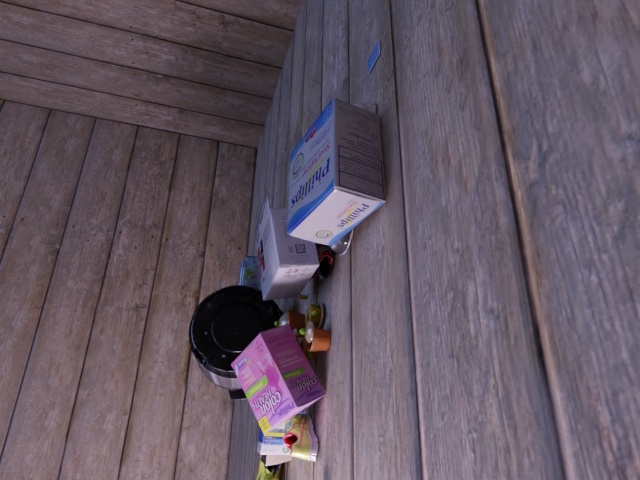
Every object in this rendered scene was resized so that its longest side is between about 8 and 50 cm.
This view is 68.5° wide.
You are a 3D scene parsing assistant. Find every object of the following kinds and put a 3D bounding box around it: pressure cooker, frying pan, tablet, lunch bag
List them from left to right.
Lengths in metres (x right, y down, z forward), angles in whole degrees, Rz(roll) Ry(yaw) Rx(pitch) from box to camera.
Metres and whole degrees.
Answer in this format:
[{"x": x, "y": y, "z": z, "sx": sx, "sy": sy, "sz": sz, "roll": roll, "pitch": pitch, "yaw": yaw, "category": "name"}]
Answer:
[{"x": -0.333, "y": 0.405, "z": 1.910, "sx": 0.370, "sy": 0.376, "sz": 0.420, "roll": -48, "pitch": -12, "yaw": -26, "category": "pressure cooker"}, {"x": -0.249, "y": 0.163, "z": 2.072, "sx": 0.090, "sy": 0.219, "sz": 0.175, "roll": 144, "pitch": 132, "yaw": -70, "category": "lunch bag"}, {"x": 0.073, "y": -0.105, "z": 1.378, "sx": 0.197, "sy": 0.053, "sz": 0.325, "roll": -105, "pitch": 25, "yaw": -52, "category": "frying pan"}, {"x": 0.156, "y": -0.533, "z": 1.370, "sx": 0.083, "sy": 0.006, "sz": 0.054, "roll": 126, "pitch": 150, "yaw": -58, "category": "tablet"}]

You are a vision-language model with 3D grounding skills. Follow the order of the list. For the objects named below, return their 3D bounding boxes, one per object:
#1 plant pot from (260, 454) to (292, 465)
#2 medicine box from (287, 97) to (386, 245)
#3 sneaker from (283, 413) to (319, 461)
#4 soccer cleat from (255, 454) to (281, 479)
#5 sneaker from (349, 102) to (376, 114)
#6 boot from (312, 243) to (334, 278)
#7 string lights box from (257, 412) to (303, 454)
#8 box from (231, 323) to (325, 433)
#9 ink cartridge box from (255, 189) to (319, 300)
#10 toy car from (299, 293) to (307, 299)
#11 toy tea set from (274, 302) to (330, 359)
[{"x": -0.148, "y": 0.717, "z": 1.636, "sx": 0.109, "sy": 0.097, "sz": 0.108, "roll": 141, "pitch": 136, "yaw": -67, "category": "plant pot"}, {"x": 0.034, "y": -0.175, "z": 1.260, "sx": 0.263, "sy": 0.149, "sz": 0.288, "roll": -41, "pitch": 40, "yaw": 51, "category": "medicine box"}, {"x": -0.069, "y": 0.586, "z": 1.420, "sx": 0.208, "sy": 0.094, "sz": 0.081, "roll": -158, "pitch": 75, "yaw": -76, "category": "sneaker"}, {"x": -0.189, "y": 0.861, "z": 1.697, "sx": 0.121, "sy": 0.094, "sz": 0.288, "roll": 108, "pitch": 169, "yaw": -74, "category": "soccer cleat"}, {"x": 0.083, "y": -0.353, "z": 1.371, "sx": 0.212, "sy": 0.094, "sz": 0.080, "roll": 150, "pitch": 125, "yaw": -72, "category": "sneaker"}, {"x": 0.000, "y": 0.000, "z": 1.512, "sx": 0.176, "sy": 0.089, "sz": 0.243, "roll": 168, "pitch": 101, "yaw": -74, "category": "boot"}, {"x": -0.130, "y": 0.573, "z": 1.574, "sx": 0.077, "sy": 0.134, "sz": 0.259, "roll": 137, "pitch": 139, "yaw": -68, "category": "string lights box"}, {"x": -0.135, "y": 0.419, "z": 1.431, "sx": 0.213, "sy": 0.117, "sz": 0.242, "roll": -48, "pitch": 64, "yaw": 38, "category": "box"}, {"x": -0.122, "y": 0.019, "z": 1.548, "sx": 0.309, "sy": 0.130, "sz": 0.271, "roll": 122, "pitch": 141, "yaw": -61, "category": "ink cartridge box"}, {"x": -0.050, "y": 0.156, "z": 1.735, "sx": 0.041, "sy": 0.060, "sz": 0.121, "roll": 5, "pitch": 108, "yaw": 33, "category": "toy car"}, {"x": -0.072, "y": 0.300, "z": 1.524, "sx": 0.336, "sy": 0.125, "sz": 0.199, "roll": 126, "pitch": 149, "yaw": -60, "category": "toy tea set"}]
